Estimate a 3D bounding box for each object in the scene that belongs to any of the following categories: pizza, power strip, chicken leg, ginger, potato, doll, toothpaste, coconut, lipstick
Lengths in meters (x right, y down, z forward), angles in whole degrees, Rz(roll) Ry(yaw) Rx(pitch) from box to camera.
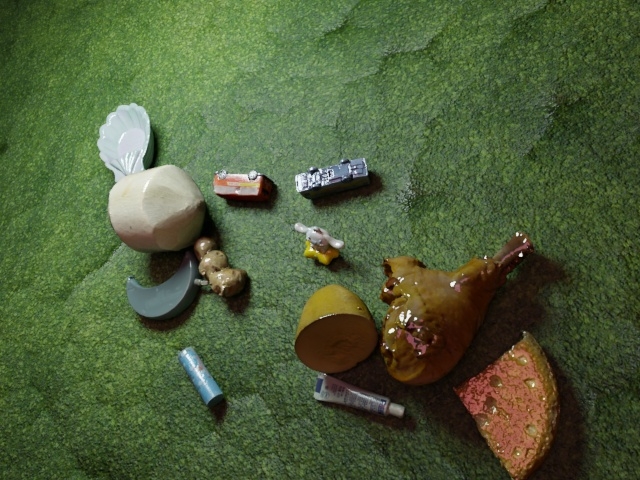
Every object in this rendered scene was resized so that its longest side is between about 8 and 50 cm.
[{"bbox_3d":[0.364,0.321,0.925,0.197,0.058,0.293,2,68,23],"label":"pizza"},{"bbox_3d":[-0.422,0.133,1.303,0.253,0.054,0.168,-20,66,13],"label":"power strip"},{"bbox_3d":[0.259,0.100,1.008,0.409,0.182,0.295,-41,45,-3],"label":"chicken leg"},{"bbox_3d":[-0.279,0.069,1.259,0.104,0.080,0.204,-25,54,-35],"label":"ginger"},{"bbox_3d":[0.031,0.175,1.055,0.178,0.204,0.158,3,43,-5],"label":"potato"},{"bbox_3d":[0.007,0.003,1.158,0.135,0.113,0.072,6,50,44],"label":"doll"},{"bbox_3d":[0.084,0.347,1.034,0.216,0.037,0.062,8,73,28],"label":"toothpaste"},{"bbox_3d":[-0.435,-0.086,1.294,0.265,0.237,0.238,-5,68,18],"label":"coconut"},{"bbox_3d":[-0.302,0.341,1.176,0.048,0.048,0.158,-44,61,0],"label":"lipstick"}]

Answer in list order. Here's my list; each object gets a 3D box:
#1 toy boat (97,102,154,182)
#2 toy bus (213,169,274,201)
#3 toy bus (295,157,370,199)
[{"bbox_3d":[-0.618,-0.308,1.528,0.199,0.100,0.291,-21,62,13],"label":"toy boat"},{"bbox_3d":[-0.224,-0.153,1.331,0.174,0.079,0.077,4,81,23],"label":"toy bus"},{"bbox_3d":[0.034,-0.162,1.233,0.190,0.075,0.064,-14,67,14],"label":"toy bus"}]
